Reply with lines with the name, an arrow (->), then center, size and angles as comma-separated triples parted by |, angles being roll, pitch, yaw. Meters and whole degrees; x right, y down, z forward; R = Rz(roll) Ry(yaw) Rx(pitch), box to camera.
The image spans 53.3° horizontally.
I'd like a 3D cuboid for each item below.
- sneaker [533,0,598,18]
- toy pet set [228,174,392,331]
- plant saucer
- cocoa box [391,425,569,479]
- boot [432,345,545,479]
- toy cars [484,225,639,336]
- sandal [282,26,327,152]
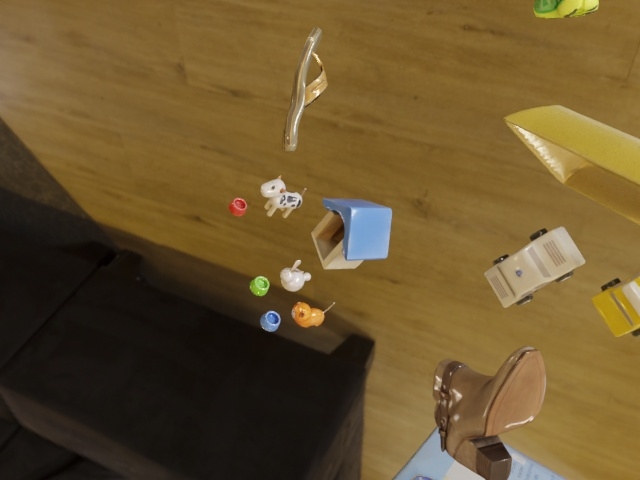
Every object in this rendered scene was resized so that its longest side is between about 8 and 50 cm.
sneaker -> 0.565, -0.574, 1.456 | 0.109, 0.295, 0.123 | -4, 106, 4
toy pet set -> 0.000, 0.000, 0.513 | 0.065, 0.114, 0.122 | -50, 51, 45
plant saucer -> 0.539, -0.125, 1.161 | 0.333, 0.081, 0.333 | 26, -168, -47
cocoa box -> 0.123, 0.335, 0.534 | 0.231, 0.347, 0.228 | 28, 102, 21
boot -> 0.112, 0.110, 0.455 | 0.042, 0.087, 0.118 | 4, 110, -21
toy cars -> 0.455, 0.074, 1.111 | 0.394, 0.087, 0.176 | 13, 106, 42
sandal -> -0.017, -0.211, 0.912 | 0.049, 0.180, 0.072 | 12, 180, -5
